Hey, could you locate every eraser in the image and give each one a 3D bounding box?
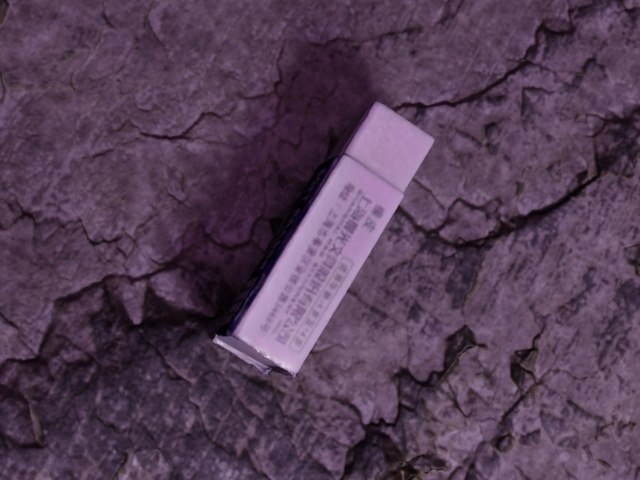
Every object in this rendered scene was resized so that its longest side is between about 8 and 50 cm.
[{"bbox_3d":[0.000,0.000,1.629,0.086,0.130,0.287,33,78,-8],"label":"eraser"}]
